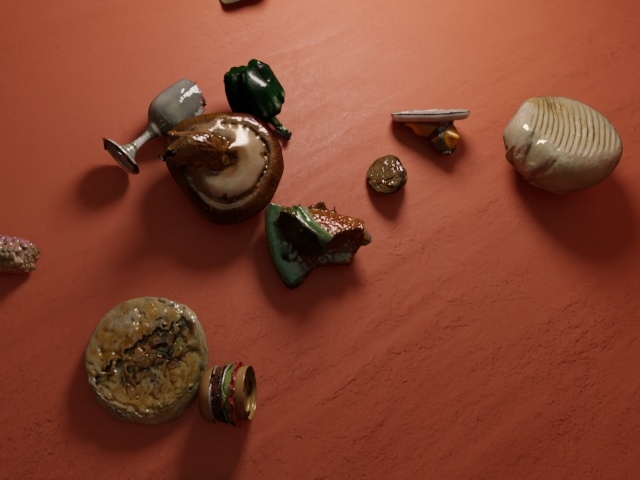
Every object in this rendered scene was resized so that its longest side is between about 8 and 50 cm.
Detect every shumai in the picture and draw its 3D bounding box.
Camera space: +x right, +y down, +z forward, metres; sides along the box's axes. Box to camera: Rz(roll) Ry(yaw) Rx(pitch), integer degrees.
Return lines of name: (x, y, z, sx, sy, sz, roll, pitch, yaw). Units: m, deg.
shumai: (0.216, -0.191, 1.781, 0.123, 0.139, 0.105, -42, 116, 8)

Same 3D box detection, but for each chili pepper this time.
chili pepper: (-0.184, -0.411, 1.741, 0.165, 0.261, 0.174, -19, 36, 11)

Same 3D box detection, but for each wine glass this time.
wine glass: (-0.475, -0.338, 1.676, 0.143, 0.143, 0.321, 41, 70, 5)

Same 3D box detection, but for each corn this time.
corn: (-0.919, 0.026, 1.497, 0.335, 0.126, 0.127, 12, 70, -10)

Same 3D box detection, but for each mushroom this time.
mushroom: (-0.271, -0.211, 1.606, 0.345, 0.259, 0.346, 1, 82, -8)

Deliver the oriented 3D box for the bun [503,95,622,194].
bun: (0.757, -0.294, 1.837, 0.365, 0.219, 0.365, 6, 54, -9)

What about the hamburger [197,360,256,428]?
hamburger: (-0.243, 0.393, 1.469, 0.136, 0.175, 0.175, -4, 72, 4)

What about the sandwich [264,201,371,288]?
sandwich: (0.000, 0.000, 1.627, 0.301, 0.162, 0.251, -8, 87, -11)

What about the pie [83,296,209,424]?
pie: (-0.451, 0.309, 1.501, 0.339, 0.077, 0.339, 3, 71, -9)

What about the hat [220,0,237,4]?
hat: (-0.252, -0.861, 1.937, 0.173, 0.144, 0.166, -32, 79, 27)

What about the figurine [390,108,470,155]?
figurine: (0.354, -0.349, 1.860, 0.249, 0.166, 0.141, 3, 109, 16)
